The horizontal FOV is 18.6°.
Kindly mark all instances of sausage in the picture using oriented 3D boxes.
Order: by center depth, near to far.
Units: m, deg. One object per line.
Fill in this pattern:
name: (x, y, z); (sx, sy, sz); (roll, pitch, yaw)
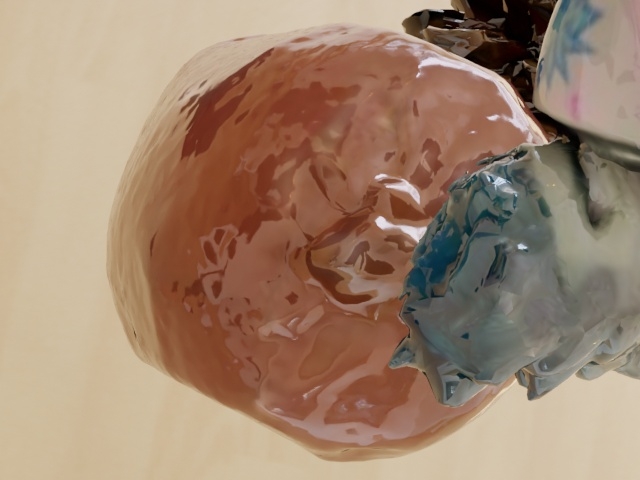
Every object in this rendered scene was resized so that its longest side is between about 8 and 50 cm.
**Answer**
sausage: (0.000, 0.000, 0.661); (0.148, 0.254, 0.148); (0, 88, -12)

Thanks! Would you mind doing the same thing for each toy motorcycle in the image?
toy motorcycle: (0.116, 0.004, 0.496); (0.204, 0.108, 0.239); (-28, 93, -5)

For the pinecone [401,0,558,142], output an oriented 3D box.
pinecone: (0.154, -0.091, 0.989); (0.221, 0.221, 0.221); (1, 87, -27)
